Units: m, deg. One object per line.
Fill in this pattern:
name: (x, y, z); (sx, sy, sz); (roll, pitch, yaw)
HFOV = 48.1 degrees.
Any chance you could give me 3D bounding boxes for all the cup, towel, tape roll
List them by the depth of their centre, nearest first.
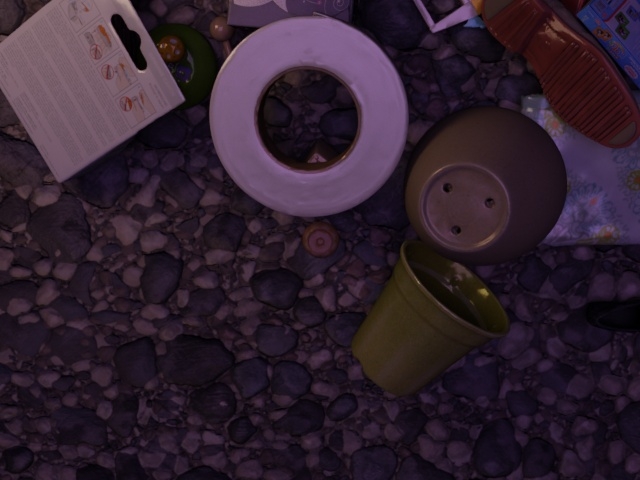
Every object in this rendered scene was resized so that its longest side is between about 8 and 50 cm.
cup: (0.298, -0.086, 1.394); (0.331, 0.237, 0.331); (6, 106, 21)
tape roll: (-0.021, -0.239, 1.396); (0.392, 0.072, 0.391); (2, 108, 6)
towel: (0.595, -0.147, 1.473); (0.375, 0.090, 0.320); (-1, 101, 5)

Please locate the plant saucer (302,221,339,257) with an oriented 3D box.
plant saucer: (0.000, 0.000, 1.591); (0.084, 0.015, 0.083); (1, 102, 5)

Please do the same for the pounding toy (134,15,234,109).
pounding toy: (-0.289, -0.367, 1.492); (0.237, 0.110, 0.182); (-9, 101, 7)

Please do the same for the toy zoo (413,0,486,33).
toy zoo: (0.257, -0.556, 1.447); (0.192, 0.030, 0.293); (-32, 98, 10)

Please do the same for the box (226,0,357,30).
box: (-0.049, -0.494, 1.429); (0.247, 0.142, 0.163); (6, 102, 3)

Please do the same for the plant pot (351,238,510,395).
plant pot: (0.206, 0.181, 1.503); (0.276, 0.276, 0.254); (36, 113, -3)

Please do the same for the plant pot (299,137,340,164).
plant pot: (0.001, -0.141, 1.521); (0.109, 0.096, 0.109); (39, 101, -4)

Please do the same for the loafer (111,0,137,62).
loafer: (-0.444, -0.452, 1.484); (0.109, 0.095, 0.302); (17, 104, 25)

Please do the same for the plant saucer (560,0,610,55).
plant saucer: (0.621, -0.496, 1.421); (0.259, 0.048, 0.258); (13, 102, 3)

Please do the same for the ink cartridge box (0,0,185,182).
ink cartridge box: (-0.473, -0.336, 1.475); (0.385, 0.091, 0.308); (-26, 98, 26)

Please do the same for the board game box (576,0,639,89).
board game box: (0.597, -0.393, 1.354); (0.211, 0.039, 0.160); (47, 61, -4)

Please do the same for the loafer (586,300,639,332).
loafer: (0.687, 0.165, 1.533); (0.223, 0.078, 0.076); (-1, 102, 5)

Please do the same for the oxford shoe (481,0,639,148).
oxford shoe: (0.485, -0.352, 1.368); (0.397, 0.147, 0.140); (55, 139, 8)
